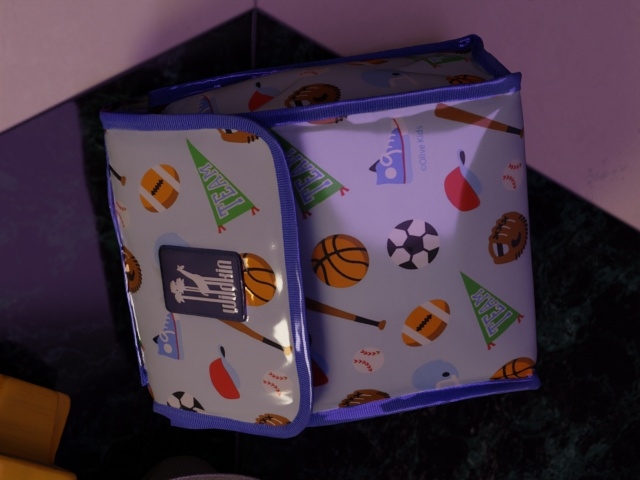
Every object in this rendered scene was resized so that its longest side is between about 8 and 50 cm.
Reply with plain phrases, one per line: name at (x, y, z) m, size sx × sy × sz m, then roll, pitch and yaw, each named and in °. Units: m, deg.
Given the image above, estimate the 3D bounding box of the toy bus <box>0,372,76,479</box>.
toy bus at (-0.320, 0.291, 1.065) m, size 0.108 × 0.130 × 0.333 m, roll 25°, pitch 76°, yaw -34°

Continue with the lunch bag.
lunch bag at (0.000, 0.000, 1.111) m, size 0.385 × 0.239 × 0.328 m, roll -7°, pitch 109°, yaw -4°

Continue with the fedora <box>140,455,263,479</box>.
fedora at (-0.144, 0.323, 1.195) m, size 0.243 × 0.124 × 0.276 m, roll -2°, pitch 114°, yaw -19°
